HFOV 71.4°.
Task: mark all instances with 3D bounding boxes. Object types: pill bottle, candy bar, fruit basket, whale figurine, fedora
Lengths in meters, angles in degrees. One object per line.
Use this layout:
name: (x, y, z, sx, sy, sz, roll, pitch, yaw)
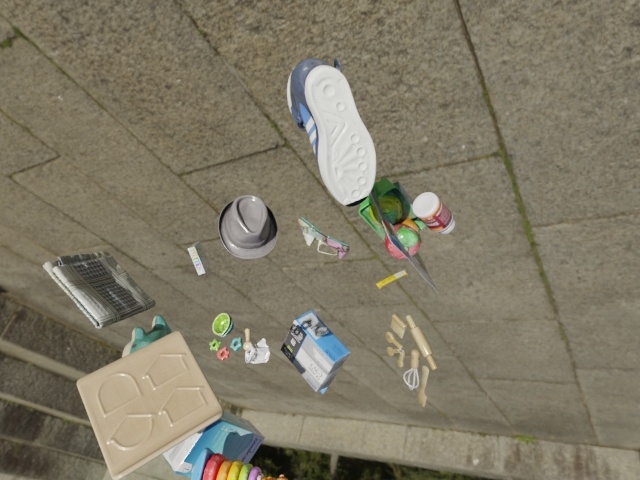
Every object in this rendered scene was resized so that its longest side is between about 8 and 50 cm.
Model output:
pill bottle: (0.355, -0.079, 1.377, 0.086, 0.086, 0.152, -13, 148, 38)
candy bar: (0.346, 0.185, 2.145, 0.162, 0.040, 0.018, -26, 124, -4)
fruit basket: (0.269, -0.036, 1.463, 0.165, 0.353, 0.327, -37, 129, 13)
whale figurine: (-0.591, 0.388, 1.606, 0.141, 0.272, 0.216, -13, 120, 15)
fedora: (-0.285, -0.075, 1.794, 0.244, 0.275, 0.124, 2, 153, -16)

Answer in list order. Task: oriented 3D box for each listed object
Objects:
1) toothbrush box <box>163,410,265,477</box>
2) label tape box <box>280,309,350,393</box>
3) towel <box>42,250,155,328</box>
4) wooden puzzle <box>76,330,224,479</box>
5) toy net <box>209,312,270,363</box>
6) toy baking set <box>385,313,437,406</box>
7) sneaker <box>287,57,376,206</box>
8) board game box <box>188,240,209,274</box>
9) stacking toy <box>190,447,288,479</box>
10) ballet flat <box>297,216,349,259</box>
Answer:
toothbrush box: (-0.382, 0.743, 1.621, 0.126, 0.216, 0.295, 22, 164, 47)
label tape box: (-0.046, 0.509, 1.924, 0.249, 0.115, 0.347, 44, 131, 23)
towel: (-0.808, 0.163, 1.660, 0.324, 0.312, 0.056, 44, 106, 8)
wooden puzzle: (-0.500, 0.472, 1.317, 0.348, 0.322, 0.080, 47, 149, 33)
toy net: (-0.243, 0.303, 1.288, 0.232, 0.122, 0.045, 20, 164, 41)
toy baking set: (0.268, 0.338, 1.289, 0.030, 0.256, 0.196, -14, 149, -24)
sneaker: (0.017, -0.260, 1.042, 0.130, 0.236, 0.322, -23, 119, -7)
board game box: (-0.453, 0.063, 1.665, 0.026, 0.103, 0.154, -21, -171, -5)
stacking toy: (-0.241, 0.769, 1.411, 0.302, 0.175, 0.165, -1, 138, 8)
ballet flat: (0.000, 0.000, 1.627, 0.222, 0.079, 0.077, 31, -179, -4)
